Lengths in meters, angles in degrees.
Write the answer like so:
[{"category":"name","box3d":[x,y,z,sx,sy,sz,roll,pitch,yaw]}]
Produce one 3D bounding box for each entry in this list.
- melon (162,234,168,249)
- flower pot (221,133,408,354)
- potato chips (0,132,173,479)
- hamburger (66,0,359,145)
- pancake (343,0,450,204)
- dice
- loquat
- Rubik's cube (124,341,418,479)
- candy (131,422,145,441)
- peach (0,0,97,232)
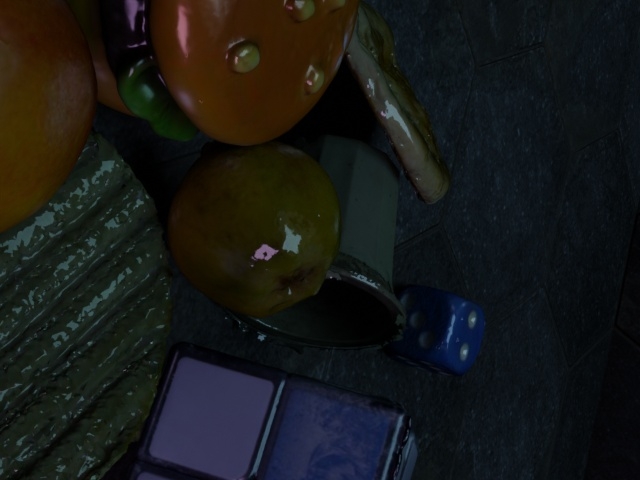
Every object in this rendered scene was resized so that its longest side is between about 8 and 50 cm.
[{"category":"melon","box3d":[-0.242,0.048,1.276,0.162,0.099,0.099,-63,141,-28]},{"category":"flower pot","box3d":[0.000,0.000,1.510,0.290,0.290,0.259,46,47,-49]},{"category":"potato chips","box3d":[-0.310,0.073,1.111,0.358,0.070,0.429,50,53,-15]},{"category":"hamburger","box3d":[-0.113,-0.289,1.179,0.396,0.277,0.396,-44,143,-45]},{"category":"pancake","box3d":[0.105,-0.233,1.599,0.387,0.082,0.387,59,12,-20]},{"category":"dice","box3d":[0.212,0.166,1.916,0.143,0.146,0.146,30,73,-52]},{"category":"loquat","box3d":[-0.088,-0.035,1.265,0.213,0.246,0.213,-25,152,-14]},{"category":"Rubik's cube","box3d":[-0.062,0.339,1.336,0.313,0.318,0.316,66,42,-70]},{"category":"candy","box3d":[-0.326,0.281,1.237,0.335,0.092,0.093,-44,136,-31]},{"category":"peach","box3d":[-0.345,-0.137,0.923,0.332,0.308,0.308,-8,104,-59]}]
